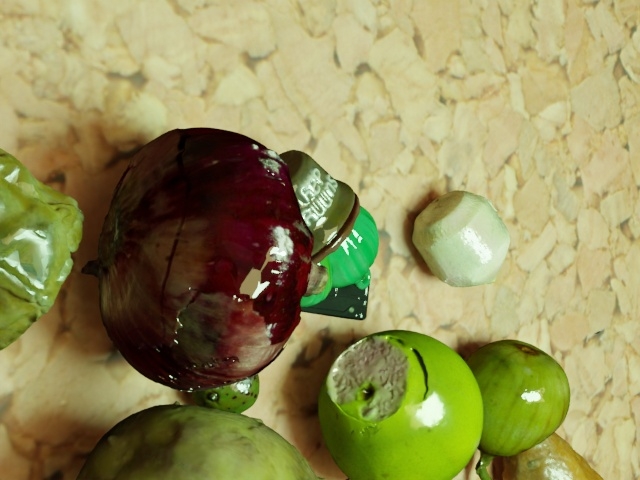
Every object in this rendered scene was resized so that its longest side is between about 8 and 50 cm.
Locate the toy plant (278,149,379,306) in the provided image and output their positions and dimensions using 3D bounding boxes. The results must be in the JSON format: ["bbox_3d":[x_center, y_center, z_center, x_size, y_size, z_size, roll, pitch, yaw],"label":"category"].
[{"bbox_3d":[0.000,0.000,1.106,0.200,0.105,0.143,56,49,-34],"label":"toy plant"}]

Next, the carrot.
[{"bbox_3d":[0.316,0.345,1.386,0.159,0.159,0.225,-36,101,-34],"label":"carrot"}]

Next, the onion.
[{"bbox_3d":[-0.091,0.016,0.941,0.219,0.252,0.252,6,87,-30],"label":"onion"}]

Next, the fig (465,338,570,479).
[{"bbox_3d":[0.238,0.218,1.313,0.142,0.148,0.186,-32,148,-48],"label":"fig"}]

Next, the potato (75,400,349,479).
[{"bbox_3d":[-0.124,0.278,0.934,0.237,0.301,0.289,34,101,-10],"label":"potato"}]

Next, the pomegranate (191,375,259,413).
[{"bbox_3d":[-0.091,0.143,1.055,0.084,0.073,0.073,-24,107,-37],"label":"pomegranate"}]

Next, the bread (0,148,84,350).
[{"bbox_3d":[-0.320,-0.028,0.814,0.267,0.130,0.152,40,76,-35],"label":"bread"}]

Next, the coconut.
[{"bbox_3d":[0.179,0.004,1.263,0.110,0.110,0.124,-49,114,-28],"label":"coconut"}]

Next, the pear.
[{"bbox_3d":[0.097,0.202,1.158,0.187,0.187,0.220,-58,143,-23],"label":"pear"}]

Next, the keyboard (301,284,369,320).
[{"bbox_3d":[-0.002,0.057,1.167,0.155,0.010,0.053,13,83,-40],"label":"keyboard"}]
